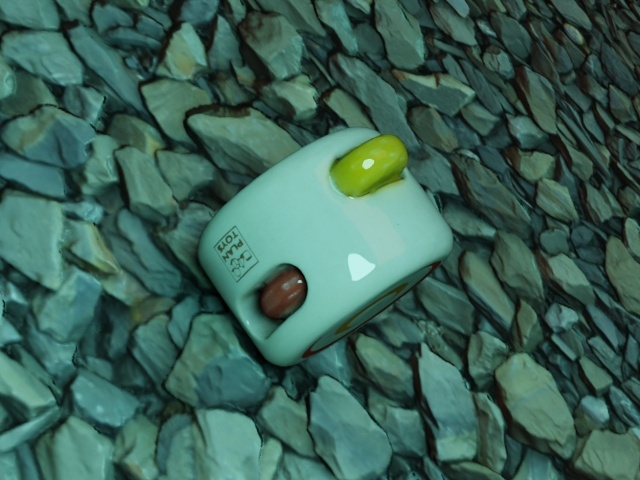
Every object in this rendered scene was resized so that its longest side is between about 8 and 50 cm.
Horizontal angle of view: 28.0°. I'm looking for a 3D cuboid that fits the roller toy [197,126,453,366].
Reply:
[{"bbox_3d":[0.000,0.000,1.081,0.146,0.191,0.209,55,-3,9],"label":"roller toy"}]
